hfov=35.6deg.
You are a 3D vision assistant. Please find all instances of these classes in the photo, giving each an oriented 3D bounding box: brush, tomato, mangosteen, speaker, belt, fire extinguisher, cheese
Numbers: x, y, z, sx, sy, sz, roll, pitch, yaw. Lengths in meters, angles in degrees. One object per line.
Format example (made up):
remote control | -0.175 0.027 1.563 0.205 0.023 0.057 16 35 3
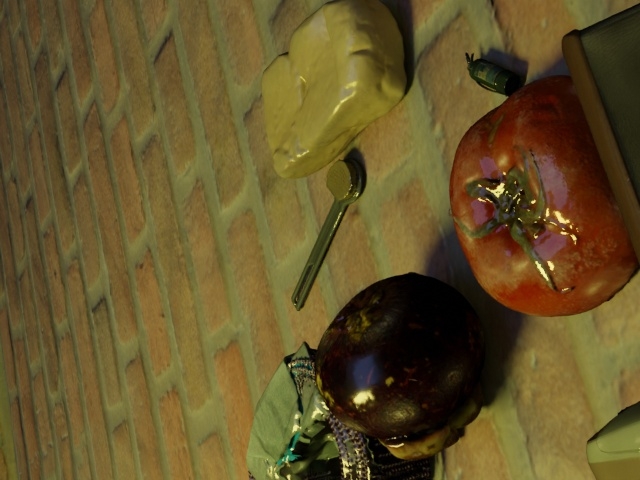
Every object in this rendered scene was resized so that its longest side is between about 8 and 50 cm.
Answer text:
brush | 0.000 0.000 1.370 0.062 0.027 0.266 58 138 40
tomato | 0.204 -0.042 0.964 0.237 0.095 0.236 4 95 58
mangosteen | 0.101 0.148 1.091 0.217 0.192 0.192 55 156 -20
speaker | 0.290 -0.051 0.700 0.153 0.192 0.230 -23 68 23
belt | 0.014 0.283 1.278 0.260 0.122 0.324 60 143 27
fire extinguisher | 0.181 -0.174 1.063 0.083 0.025 0.038 42 149 50
cheese | 0.012 -0.197 1.280 0.263 0.093 0.159 -40 61 51

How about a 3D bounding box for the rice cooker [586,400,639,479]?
rice cooker | 0.304 0.166 0.764 0.206 0.145 0.127 -23 84 54
